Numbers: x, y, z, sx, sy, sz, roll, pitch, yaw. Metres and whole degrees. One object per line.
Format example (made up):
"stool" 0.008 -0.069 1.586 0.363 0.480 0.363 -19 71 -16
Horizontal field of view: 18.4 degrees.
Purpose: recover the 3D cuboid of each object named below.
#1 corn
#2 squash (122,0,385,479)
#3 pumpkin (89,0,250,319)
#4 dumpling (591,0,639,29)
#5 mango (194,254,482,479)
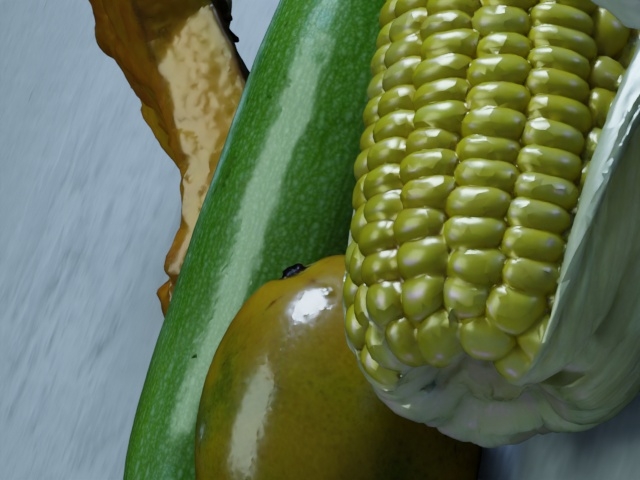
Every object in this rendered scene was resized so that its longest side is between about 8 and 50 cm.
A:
"corn" 0.084 -0.079 0.699 0.123 0.122 0.305 86 -163 -69
"squash" 0.000 0.000 0.834 0.395 0.107 0.107 -69 21 0
"pumpkin" -0.087 -0.107 0.996 0.258 0.095 0.290 -151 39 -82
"dumpling" 0.169 -0.144 0.544 0.151 0.124 0.229 24 85 32
"mango" 0.005 0.086 0.731 0.089 0.111 0.163 -25 46 60
